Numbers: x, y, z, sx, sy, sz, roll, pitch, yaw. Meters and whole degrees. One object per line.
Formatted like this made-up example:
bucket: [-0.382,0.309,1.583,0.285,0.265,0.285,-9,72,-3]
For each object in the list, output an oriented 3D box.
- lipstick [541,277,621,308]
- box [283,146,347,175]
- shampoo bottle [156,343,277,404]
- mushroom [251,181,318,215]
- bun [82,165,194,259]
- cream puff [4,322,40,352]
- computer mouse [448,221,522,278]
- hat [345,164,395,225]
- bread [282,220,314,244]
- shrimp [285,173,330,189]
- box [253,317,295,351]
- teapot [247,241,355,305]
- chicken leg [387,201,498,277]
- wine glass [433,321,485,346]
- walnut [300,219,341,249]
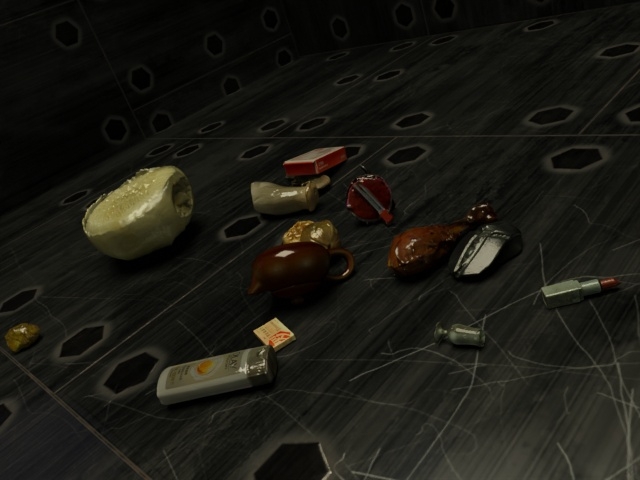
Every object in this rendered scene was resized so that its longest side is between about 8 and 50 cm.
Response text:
lipstick: [0.455,0.085,0.997,0.129,0.030,0.030,-15,27,10]
box: [-0.016,-0.263,1.898,0.122,0.050,0.229,-1,19,31]
shampoo bottle: [-0.198,0.258,1.102,0.227,0.056,0.086,-14,28,12]
mushroom: [-0.120,-0.124,1.726,0.246,0.096,0.108,4,35,32]
bun: [-0.550,-0.069,1.804,0.364,0.202,0.364,-19,31,12]
cream puff: [-0.794,0.253,1.526,0.083,0.058,0.083,-9,31,18]
computer mouse: [0.342,0.010,1.183,0.192,0.062,0.105,-33,29,-27]
hat: [0.141,-0.121,1.552,0.140,0.129,0.227,25,14,0]
bread: [-0.049,-0.011,1.520,0.083,0.044,0.111,5,37,34]
shrimp: [-0.068,-0.175,1.840,0.152,0.046,0.219,-32,29,-29]
box: [-0.096,0.197,1.192,0.058,0.015,0.093,-28,27,-19]
teapot: [-0.042,0.075,1.282,0.251,0.135,0.178,-8,-6,-14]
chicken leg: [0.269,-0.014,1.263,0.304,0.093,0.113,-28,14,-24]
wine glass: [0.240,0.166,0.992,0.083,0.039,0.042,5,34,34]
walnut: [0.000,0.000,1.401,0.105,0.105,0.124,-22,26,-3]
